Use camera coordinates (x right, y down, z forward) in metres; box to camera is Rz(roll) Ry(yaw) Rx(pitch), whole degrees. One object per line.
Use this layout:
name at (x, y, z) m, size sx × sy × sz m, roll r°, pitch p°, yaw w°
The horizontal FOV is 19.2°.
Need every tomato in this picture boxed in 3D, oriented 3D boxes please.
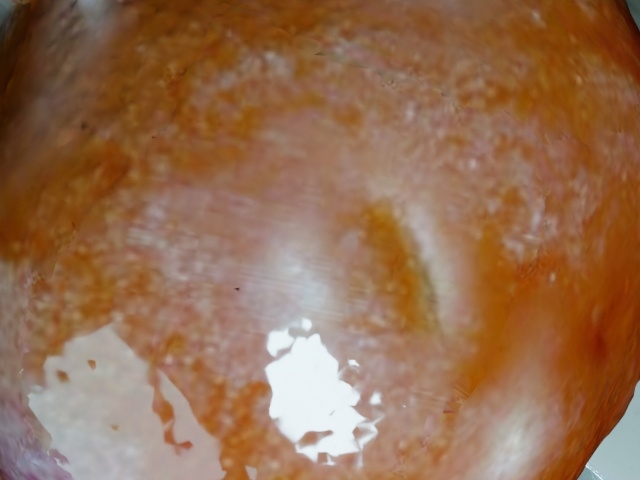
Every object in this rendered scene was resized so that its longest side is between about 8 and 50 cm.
tomato at (-0.001, 0.004, 0.522) m, size 0.189 × 0.232 × 0.232 m, roll 10°, pitch 153°, yaw 6°

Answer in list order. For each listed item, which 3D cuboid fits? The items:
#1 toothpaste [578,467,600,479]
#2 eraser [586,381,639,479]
toothpaste at (0.148, 0.163, 0.836) m, size 0.301 × 0.048 × 0.075 m, roll 56°, pitch 179°, yaw -26°
eraser at (0.147, 0.086, 0.704) m, size 0.150 × 0.023 × 0.104 m, roll 40°, pitch 154°, yaw -8°
